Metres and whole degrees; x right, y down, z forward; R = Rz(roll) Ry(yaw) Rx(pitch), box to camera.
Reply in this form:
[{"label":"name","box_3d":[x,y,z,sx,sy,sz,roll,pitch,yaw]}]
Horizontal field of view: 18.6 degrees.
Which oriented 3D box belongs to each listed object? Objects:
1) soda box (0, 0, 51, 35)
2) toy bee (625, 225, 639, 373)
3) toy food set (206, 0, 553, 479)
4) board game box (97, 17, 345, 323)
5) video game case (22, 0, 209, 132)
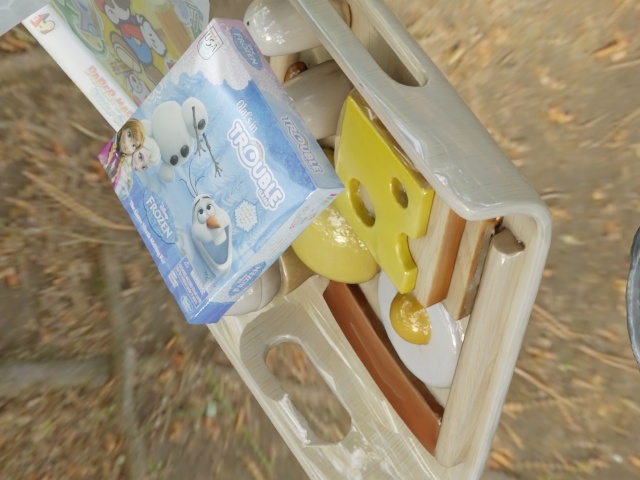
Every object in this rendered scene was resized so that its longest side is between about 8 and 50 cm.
[{"label":"soda box","box_3d":[-0.132,-0.125,0.689,0.286,0.098,0.091,-39,117,-27]},{"label":"toy bee","box_3d":[0.231,-0.074,0.560,0.195,0.162,0.298,14,88,-20]},{"label":"toy food set","box_3d":[0.000,0.000,0.976,0.092,0.306,0.219,-23,59,-22]},{"label":"board game box","box_3d":[-0.043,-0.028,0.799,0.090,0.020,0.090,-46,63,30]},{"label":"video game case","box_3d":[-0.142,-0.168,1.266,0.026,0.227,0.206,-28,122,19]}]
